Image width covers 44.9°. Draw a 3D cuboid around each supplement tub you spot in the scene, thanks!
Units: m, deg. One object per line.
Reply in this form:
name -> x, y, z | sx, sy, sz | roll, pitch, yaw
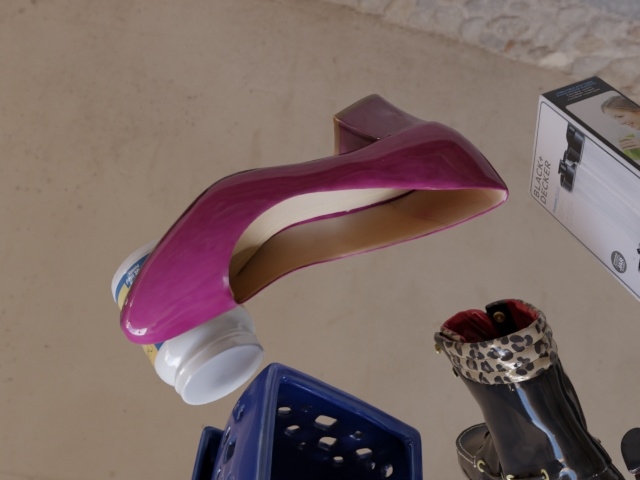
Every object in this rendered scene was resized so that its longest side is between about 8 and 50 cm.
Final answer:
supplement tub -> -0.178, 0.106, 1.048 | 0.144, 0.199, 0.144 | -28, 149, -19

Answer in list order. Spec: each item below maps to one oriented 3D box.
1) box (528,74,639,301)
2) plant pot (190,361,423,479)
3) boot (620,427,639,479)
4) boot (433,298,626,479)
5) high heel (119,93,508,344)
box -> 0.368, -0.048, 0.907 | 0.087, 0.290, 0.169 | -20, 135, -13
plant pot -> -0.033, 0.319, 0.910 | 0.236, 0.236, 0.212 | 31, 132, -25
boot -> 0.523, 0.394, 1.151 | 0.106, 0.219, 0.082 | 27, 137, -30
boot -> 0.248, 0.224, 1.036 | 0.138, 0.284, 0.377 | -27, -174, -10
high heel -> 0.000, 0.000, 0.727 | 0.181, 0.377, 0.127 | 37, 159, 29
